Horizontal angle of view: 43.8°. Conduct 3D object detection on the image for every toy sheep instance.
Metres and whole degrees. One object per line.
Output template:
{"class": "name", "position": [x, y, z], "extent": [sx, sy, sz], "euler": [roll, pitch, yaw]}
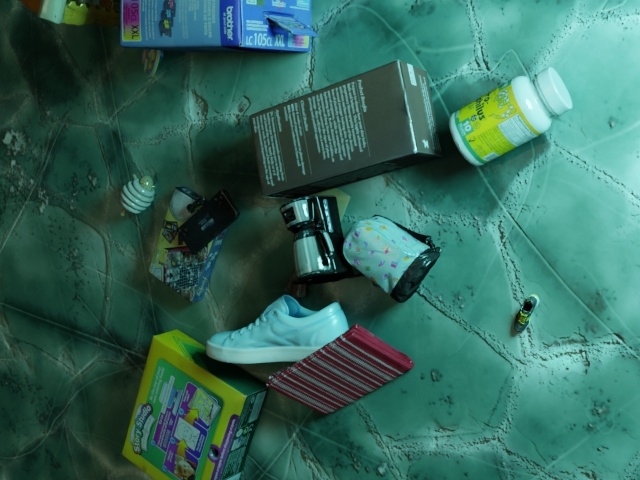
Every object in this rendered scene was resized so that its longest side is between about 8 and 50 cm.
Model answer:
{"class": "toy sheep", "position": [-0.474, -0.114, 2.044], "extent": [0.091, 0.091, 0.132], "euler": [45, 111, 19]}

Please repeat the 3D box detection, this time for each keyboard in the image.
{"class": "keyboard", "position": [-0.276, -0.054, 1.916], "extent": [0.180, 0.023, 0.108], "euler": [-38, 83, 28]}

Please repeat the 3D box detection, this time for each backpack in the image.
{"class": "backpack", "position": [0.139, 0.026, 1.660], "extent": [0.182, 0.115, 0.152], "euler": [39, 111, 15]}

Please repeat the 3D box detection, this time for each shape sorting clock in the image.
{"class": "shape sorting clock", "position": [-0.407, -0.499, 1.927], "extent": [0.206, 0.040, 0.206], "euler": [-177, 90, -71]}

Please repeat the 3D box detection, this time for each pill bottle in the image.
{"class": "pill bottle", "position": [0.358, -0.235, 1.496], "extent": [0.208, 0.118, 0.117], "euler": [-28, 81, 32]}

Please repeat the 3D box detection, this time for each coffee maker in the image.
{"class": "coffee maker", "position": [0.000, 0.000, 1.730], "extent": [0.120, 0.171, 0.178], "euler": [-17, 76, 27]}

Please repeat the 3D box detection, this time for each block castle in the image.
{"class": "block castle", "position": [-0.626, -0.677, 1.920], "extent": [0.453, 0.303, 0.212], "euler": [34, 114, 33]}

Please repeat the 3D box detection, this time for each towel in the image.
{"class": "towel", "position": [0.043, 0.287, 1.734], "extent": [0.275, 0.199, 0.031], "euler": [-35, 37, 30]}

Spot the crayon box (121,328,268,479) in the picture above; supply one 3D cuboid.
{"class": "crayon box", "position": [-0.324, 0.457, 2.009], "extent": [0.313, 0.106, 0.362], "euler": [27, 109, 27]}

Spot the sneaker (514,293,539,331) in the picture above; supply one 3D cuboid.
{"class": "sneaker", "position": [0.400, 0.144, 1.565], "extent": [0.031, 0.035, 0.083], "euler": [28, 110, 27]}

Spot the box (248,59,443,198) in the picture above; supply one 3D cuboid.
{"class": "box", "position": [0.047, -0.222, 1.673], "extent": [0.381, 0.143, 0.191], "euler": [-13, 83, 34]}

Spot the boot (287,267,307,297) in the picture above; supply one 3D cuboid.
{"class": "boot", "position": [-0.027, 0.087, 1.820], "extent": [0.106, 0.037, 0.114], "euler": [27, 106, 40]}

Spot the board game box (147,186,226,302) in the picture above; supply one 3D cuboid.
{"class": "board game box", "position": [-0.331, 0.010, 1.995], "extent": [0.165, 0.042, 0.243], "euler": [31, 111, 25]}

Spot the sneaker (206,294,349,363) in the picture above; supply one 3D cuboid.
{"class": "sneaker", "position": [-0.101, 0.199, 1.832], "extent": [0.366, 0.135, 0.150], "euler": [-5, 92, 21]}

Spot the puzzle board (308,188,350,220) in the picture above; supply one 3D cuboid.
{"class": "puzzle board", "position": [0.007, -0.064, 1.796], "extent": [0.096, 0.011, 0.128], "euler": [31, 112, 24]}

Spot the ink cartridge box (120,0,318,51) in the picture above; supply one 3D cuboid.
{"class": "ink cartridge box", "position": [-0.199, -0.483, 1.718], "extent": [0.396, 0.270, 0.151], "euler": [7, 103, 31]}
